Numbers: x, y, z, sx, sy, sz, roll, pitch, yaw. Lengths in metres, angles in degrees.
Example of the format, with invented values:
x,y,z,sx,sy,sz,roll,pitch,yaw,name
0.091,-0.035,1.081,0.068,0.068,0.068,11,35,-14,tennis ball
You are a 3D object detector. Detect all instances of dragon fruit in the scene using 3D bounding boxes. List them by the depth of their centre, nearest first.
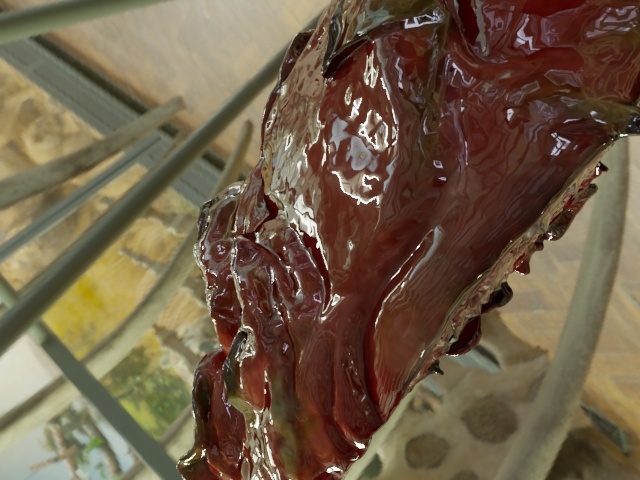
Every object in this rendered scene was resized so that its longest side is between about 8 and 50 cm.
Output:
x,y,z,sx,sy,sz,roll,pitch,yaw,name
-0.008,-0.006,0.447,0.228,0.329,0.286,40,177,11,dragon fruit
